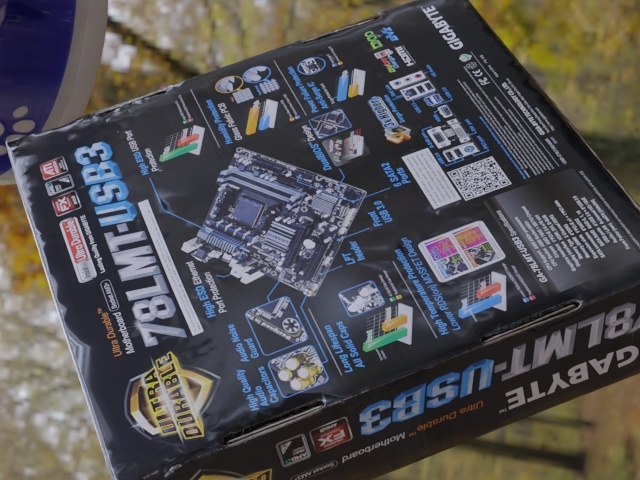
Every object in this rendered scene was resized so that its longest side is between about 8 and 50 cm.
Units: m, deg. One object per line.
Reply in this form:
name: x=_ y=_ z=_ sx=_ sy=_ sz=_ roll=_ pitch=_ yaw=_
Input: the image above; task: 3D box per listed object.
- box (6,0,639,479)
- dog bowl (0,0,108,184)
box: x=0.000 y=0.000 z=0.893 sx=0.295 sy=0.293 sz=0.073 roll=-119 pitch=10 yaw=-48
dog bowl: x=-0.274 y=-0.176 z=1.237 sx=0.104 sy=0.265 sz=0.265 roll=2 pitch=-80 yaw=-42
